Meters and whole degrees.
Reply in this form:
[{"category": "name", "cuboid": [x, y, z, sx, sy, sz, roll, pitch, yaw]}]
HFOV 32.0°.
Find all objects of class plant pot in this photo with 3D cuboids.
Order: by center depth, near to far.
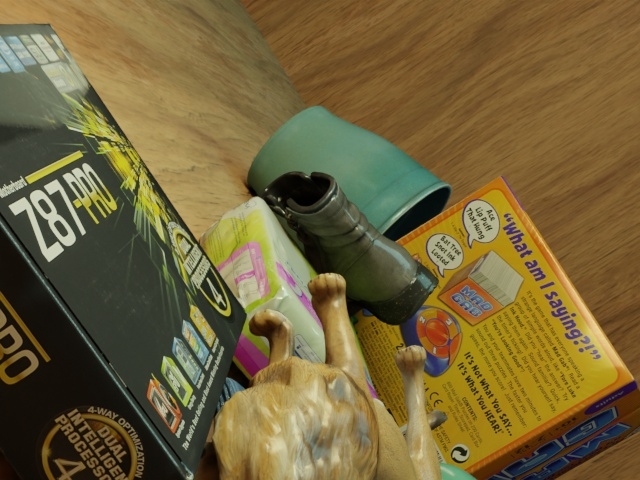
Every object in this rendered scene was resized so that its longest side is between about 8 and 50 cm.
[{"category": "plant pot", "cuboid": [0.029, -0.074, 1.815, 0.255, 0.271, 0.272, 45, 6, 14]}]

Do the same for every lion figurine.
[{"category": "lion figurine", "cuboid": [0.034, 0.189, 0.968, 0.392, 0.142, 0.240, 34, 36, -45]}]

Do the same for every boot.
[{"category": "boot", "cuboid": [0.000, 0.000, 1.485, 0.223, 0.118, 0.338, 45, -23, -16]}]

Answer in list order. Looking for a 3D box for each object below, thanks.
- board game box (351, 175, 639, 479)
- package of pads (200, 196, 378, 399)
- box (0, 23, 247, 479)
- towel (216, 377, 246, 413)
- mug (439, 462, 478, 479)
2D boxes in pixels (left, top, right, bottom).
[{"category": "board game box", "cuboid": [0.250, 0.188, 1.711, 0.356, 0.356, 0.356, 62, 10, 26]}, {"category": "package of pads", "cuboid": [-0.040, 0.095, 1.282, 0.229, 0.101, 0.296, 54, 6, -22]}, {"category": "box", "cuboid": [-0.190, -0.001, 0.812, 0.318, 0.097, 0.395, 54, 8, -7]}, {"category": "towel", "cuboid": [-0.064, 0.181, 1.082, 0.119, 0.029, 0.067, 47, 13, -46]}, {"category": "mug", "cuboid": [0.131, 0.338, 1.352, 0.097, 0.158, 0.129, 44, 40, -48]}]
